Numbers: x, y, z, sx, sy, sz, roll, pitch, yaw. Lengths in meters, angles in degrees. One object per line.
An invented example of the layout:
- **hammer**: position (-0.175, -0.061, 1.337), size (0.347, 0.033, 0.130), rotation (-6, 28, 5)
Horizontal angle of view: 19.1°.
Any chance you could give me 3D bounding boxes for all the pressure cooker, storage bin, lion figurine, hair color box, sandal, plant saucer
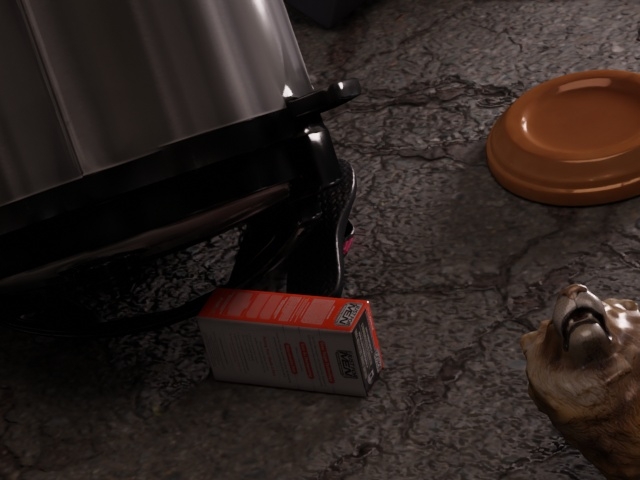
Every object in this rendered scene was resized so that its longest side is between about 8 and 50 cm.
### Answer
- **pressure cooker**: position (-0.199, -0.125, 1.642), size (0.376, 0.420, 0.370), rotation (-21, 2, -31)
- **storage bin**: position (0.011, -0.292, 2.083), size (0.091, 0.098, 0.135), rotation (39, 56, 18)
- **lion figurine**: position (0.349, 0.117, 1.356), size (0.392, 0.142, 0.240), rotation (-1, 26, -6)
- **hair color box**: position (-0.025, 0.083, 1.564), size (0.141, 0.072, 0.043), rotation (5, 39, 24)
- **sandal**: position (0.000, 0.000, 1.712), size (0.067, 0.040, 0.179), rotation (-9, 49, 17)
- **plant saucer**: position (0.251, -0.103, 1.763), size (0.200, 0.037, 0.200), rotation (-10, 35, 7)
